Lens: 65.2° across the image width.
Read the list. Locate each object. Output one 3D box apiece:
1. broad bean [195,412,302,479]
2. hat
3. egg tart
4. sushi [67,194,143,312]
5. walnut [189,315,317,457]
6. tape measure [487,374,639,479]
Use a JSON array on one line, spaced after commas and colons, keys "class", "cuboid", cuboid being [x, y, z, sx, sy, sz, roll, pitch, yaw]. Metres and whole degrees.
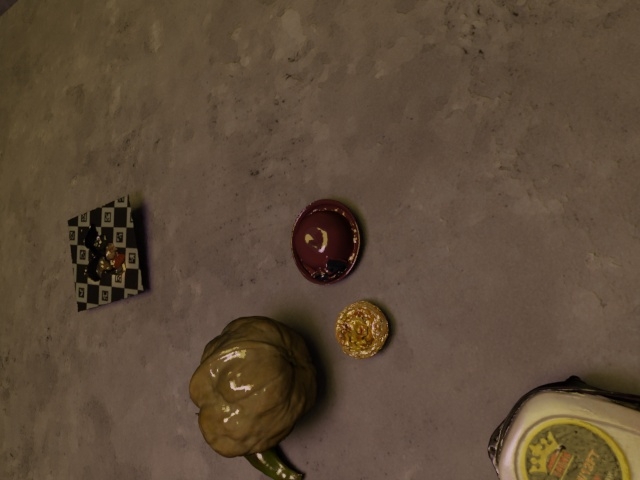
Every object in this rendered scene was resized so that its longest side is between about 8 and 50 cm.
[{"class": "broad bean", "cuboid": [-0.182, 0.487, 1.218, 0.339, 0.061, 0.077, 21, 100, 35]}, {"class": "hat", "cuboid": [0.000, 0.000, 1.174, 0.205, 0.089, 0.205, -6, 79, 32]}, {"class": "egg tart", "cuboid": [0.094, 0.196, 1.100, 0.128, 0.049, 0.129, -9, 71, 29]}, {"class": "sushi", "cuboid": [-0.685, 0.046, 1.640, 0.339, 0.069, 0.320, -17, 81, 30]}, {"class": "walnut", "cuboid": [-0.149, 0.317, 1.111, 0.277, 0.253, 0.282, -47, 62, 25]}, {"class": "tape measure", "cuboid": [0.417, 0.328, 0.818, 0.231, 0.133, 0.271, 26, 94, 26]}]
